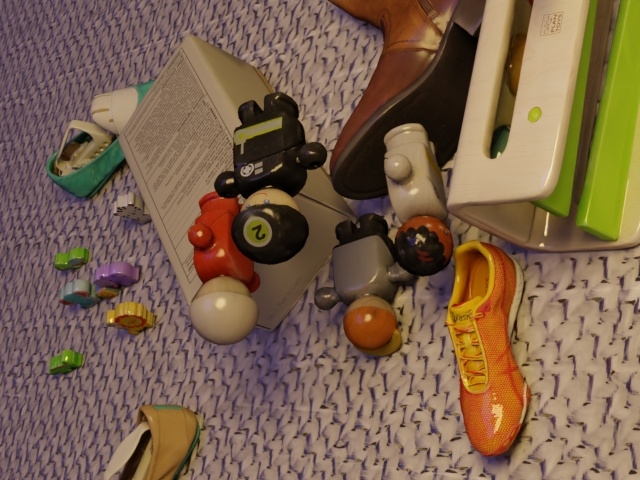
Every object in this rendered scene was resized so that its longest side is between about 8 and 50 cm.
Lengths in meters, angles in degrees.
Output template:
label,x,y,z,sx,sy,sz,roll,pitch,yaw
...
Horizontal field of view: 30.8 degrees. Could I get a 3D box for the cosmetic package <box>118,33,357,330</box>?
label,x,y,z,sx,sy,sz,roll,pitch,yaw
cosmetic package,-0.099,-0.069,1.231,0.160,0.113,0.309,-52,40,20

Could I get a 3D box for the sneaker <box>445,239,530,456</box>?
label,x,y,z,sx,sy,sz,roll,pitch,yaw
sneaker,0.124,0.084,0.920,0.064,0.067,0.175,-24,56,40

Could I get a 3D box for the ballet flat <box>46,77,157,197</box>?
label,x,y,z,sx,sy,sz,roll,pitch,yaw
ballet flat,-0.276,-0.140,1.503,0.247,0.087,0.083,-39,45,32

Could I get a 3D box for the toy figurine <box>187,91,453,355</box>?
label,x,y,z,sx,sy,sz,roll,pitch,yaw
toy figurine,0.000,0.000,0.979,0.213,0.209,0.148,123,152,-48

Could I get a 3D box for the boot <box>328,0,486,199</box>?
label,x,y,z,sx,sy,sz,roll,pitch,yaw
boot,0.057,-0.200,1.121,0.264,0.096,0.280,-56,38,15

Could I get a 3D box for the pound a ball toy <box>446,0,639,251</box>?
label,x,y,z,sx,sy,sz,roll,pitch,yaw
pound a ball toy,0.159,-0.173,0.889,0.135,0.208,0.319,-4,70,49

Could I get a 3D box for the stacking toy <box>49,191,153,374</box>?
label,x,y,z,sx,sy,sz,roll,pitch,yaw
stacking toy,-0.279,0.056,1.439,0.221,0.052,0.167,-29,52,41

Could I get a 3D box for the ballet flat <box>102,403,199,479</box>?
label,x,y,z,sx,sy,sz,roll,pitch,yaw
ballet flat,-0.207,0.273,1.223,0.080,0.073,0.232,28,95,53
